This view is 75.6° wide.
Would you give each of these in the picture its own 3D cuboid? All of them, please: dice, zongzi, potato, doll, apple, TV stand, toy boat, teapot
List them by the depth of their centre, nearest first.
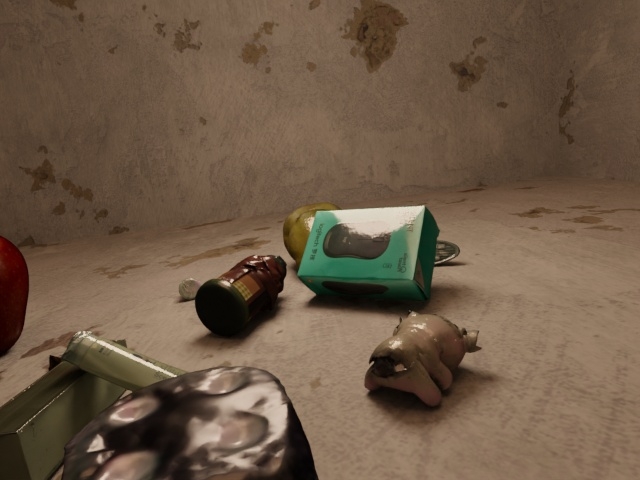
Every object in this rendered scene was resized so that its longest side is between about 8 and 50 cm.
[{"bbox_3d":[-0.097,0.226,0.343,0.183,0.182,0.182,-11,15,-19],"label":"dice"},{"bbox_3d":[-0.388,0.249,0.628,0.082,0.088,0.269,-8,10,3],"label":"TV stand"},{"bbox_3d":[0.152,0.173,0.649,0.149,0.095,0.192,1,17,43],"label":"doll"},{"bbox_3d":[-0.486,0.238,0.778,0.067,0.074,0.083,26,32,35],"label":"zongzi"},{"bbox_3d":[-0.827,0.125,0.931,0.288,0.317,0.288,-5,10,1],"label":"apple"},{"bbox_3d":[-0.375,0.141,1.210,0.083,0.064,0.064,22,-8,-23],"label":"teapot"},{"bbox_3d":[0.277,0.038,1.223,0.260,0.078,0.085,-4,-5,20],"label":"toy boat"},{"bbox_3d":[-0.002,0.003,1.309,0.218,0.203,0.351,2,23,-13],"label":"potato"}]

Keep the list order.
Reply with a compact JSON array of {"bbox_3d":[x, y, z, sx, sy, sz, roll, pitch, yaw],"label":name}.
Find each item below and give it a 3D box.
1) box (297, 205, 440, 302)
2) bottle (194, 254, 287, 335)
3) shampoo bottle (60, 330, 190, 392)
[{"bbox_3d":[0.117,0.030,1.022,0.311,0.205,0.118,0,-29,30],"label":"box"},{"bbox_3d":[-0.170,0.119,0.998,0.156,0.143,0.271,-45,-4,28],"label":"bottle"},{"bbox_3d":[-0.284,0.203,0.641,0.212,0.049,0.072,24,15,-6],"label":"shampoo bottle"}]
